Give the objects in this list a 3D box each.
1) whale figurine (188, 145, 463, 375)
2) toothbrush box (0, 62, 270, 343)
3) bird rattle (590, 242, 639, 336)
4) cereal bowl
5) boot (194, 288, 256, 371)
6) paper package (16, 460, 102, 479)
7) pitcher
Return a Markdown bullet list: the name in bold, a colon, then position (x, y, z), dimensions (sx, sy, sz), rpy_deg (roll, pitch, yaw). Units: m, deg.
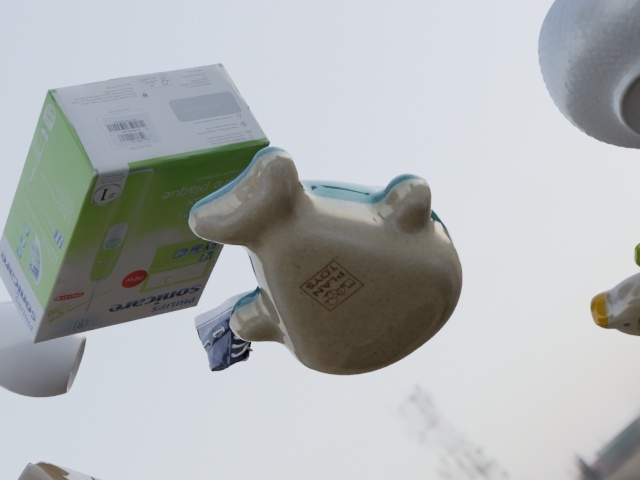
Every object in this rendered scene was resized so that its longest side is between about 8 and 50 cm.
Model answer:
- **whale figurine**: position (0.000, 0.000, 1.543), dimensions (0.216, 0.141, 0.272), rpy_deg (-39, -48, 17)
- **toothbrush box**: position (-0.203, -0.038, 1.881), dimensions (0.206, 0.122, 0.283), rpy_deg (-12, -32, -33)
- **bird rattle**: position (0.368, 0.038, 1.658), dimensions (0.253, 0.143, 0.207), rpy_deg (-3, -15, -42)
- **cereal bowl**: position (0.474, -0.243, 2.459), dimensions (0.339, 0.141, 0.339), rpy_deg (-3, -42, -3)
- **boot**: position (-0.108, 0.124, 2.523), dimensions (0.069, 0.086, 0.190), rpy_deg (-12, -10, -34)
- **paper package**: position (-0.194, 0.402, 1.548), dimensions (0.168, 0.325, 0.309), rpy_deg (32, -93, -44)
- **pitcher**: position (-0.419, 0.112, 2.423), dimensions (0.125, 0.207, 0.177), rpy_deg (106, -178, -70)
